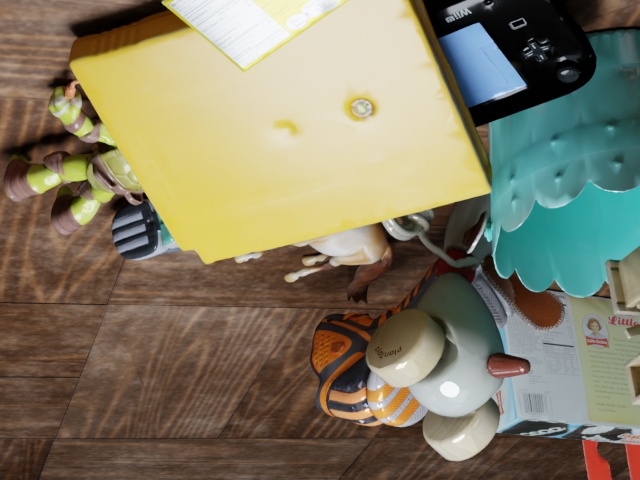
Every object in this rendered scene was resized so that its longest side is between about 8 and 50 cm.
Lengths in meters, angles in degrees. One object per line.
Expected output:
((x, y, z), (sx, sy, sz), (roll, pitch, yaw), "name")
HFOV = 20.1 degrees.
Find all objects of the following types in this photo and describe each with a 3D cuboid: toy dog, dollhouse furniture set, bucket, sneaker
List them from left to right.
((-0.117, -0.034, 1.984), (0.223, 0.083, 0.098), (-13, 175, 27), "sneaker")
((0.098, 0.088, 2.113), (0.180, 0.321, 0.125), (-2, 123, 48), "sneaker")
((0.172, 0.062, 1.919), (0.161, 0.334, 0.220), (-15, 150, 36), "toy dog")
((0.298, -0.076, 1.835), (0.281, 0.183, 0.281), (-4, 155, -2), "bucket")
((0.374, 0.059, 1.732), (0.101, 0.161, 0.182), (4, 154, -23), "dollhouse furniture set")

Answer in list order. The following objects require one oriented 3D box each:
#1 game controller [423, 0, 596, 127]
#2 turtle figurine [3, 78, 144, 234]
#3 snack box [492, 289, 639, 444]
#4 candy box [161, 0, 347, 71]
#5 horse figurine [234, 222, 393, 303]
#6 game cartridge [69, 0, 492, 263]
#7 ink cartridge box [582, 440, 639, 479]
((0.098, -0.159, 1.736), (0.319, 0.067, 0.166), (-20, 146, 26), "game controller")
((-0.199, -0.073, 1.841), (0.217, 0.087, 0.269), (-24, 150, 33), "turtle figurine")
((0.363, 0.167, 2.365), (0.322, 0.187, 0.060), (8, 152, -27), "snack box")
((-0.027, -0.230, 1.548), (0.206, 0.027, 0.105), (-31, 123, 30), "candy box")
((0.000, 0.000, 2.071), (0.174, 0.066, 0.263), (-19, 152, 36), "horse figurine")
((-0.032, -0.119, 1.710), (0.323, 0.053, 0.285), (-13, 131, 17), "game cartridge")
((0.551, 0.255, 2.450), (0.385, 0.308, 0.091), (-5, 156, -2), "ink cartridge box")
